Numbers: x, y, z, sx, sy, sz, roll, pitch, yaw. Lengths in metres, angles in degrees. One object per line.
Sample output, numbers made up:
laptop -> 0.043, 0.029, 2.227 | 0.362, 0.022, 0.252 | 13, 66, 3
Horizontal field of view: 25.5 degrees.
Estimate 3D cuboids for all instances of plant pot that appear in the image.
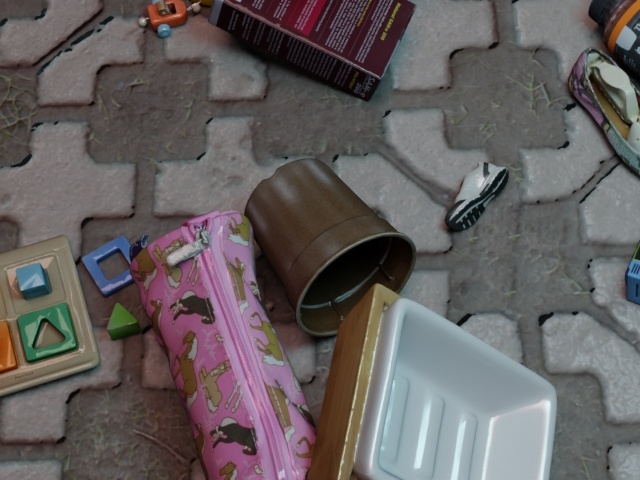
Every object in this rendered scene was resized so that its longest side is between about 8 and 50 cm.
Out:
plant pot -> 0.000, 0.000, 1.692 | 0.167, 0.167, 0.165 | -31, 57, -12

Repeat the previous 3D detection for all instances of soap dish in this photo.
soap dish -> 0.121, 0.210, 1.517 | 0.118, 0.291, 0.229 | -17, 52, 45

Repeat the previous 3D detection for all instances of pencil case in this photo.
pencil case -> -0.095, 0.156, 1.597 | 0.160, 0.167, 0.386 | -33, 62, 23

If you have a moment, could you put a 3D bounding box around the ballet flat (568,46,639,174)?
ballet flat -> 0.392, -0.158, 1.788 | 0.077, 0.079, 0.221 | -29, 65, -12

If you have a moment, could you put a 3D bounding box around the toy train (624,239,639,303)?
toy train -> 0.439, 0.006, 1.701 | 0.105, 0.080, 0.184 | 20, 65, 20

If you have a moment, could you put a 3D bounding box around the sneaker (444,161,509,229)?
sneaker -> 0.189, -0.056, 1.775 | 0.044, 0.040, 0.109 | 29, 63, 35

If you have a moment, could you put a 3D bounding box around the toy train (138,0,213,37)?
toy train -> -0.198, -0.364, 1.953 | 0.125, 0.046, 0.166 | -10, 62, -2

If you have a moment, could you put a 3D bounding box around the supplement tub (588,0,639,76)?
supplement tub -> 0.438, -0.256, 1.822 | 0.106, 0.106, 0.198 | -38, 66, -15

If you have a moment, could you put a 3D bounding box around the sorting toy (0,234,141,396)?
sorting toy -> -0.379, 0.091, 1.724 | 0.348, 0.047, 0.196 | -17, 63, -5

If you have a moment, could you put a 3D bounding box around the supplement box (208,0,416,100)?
supplement box -> -0.011, -0.297, 1.857 | 0.239, 0.073, 0.130 | 26, 66, -1
